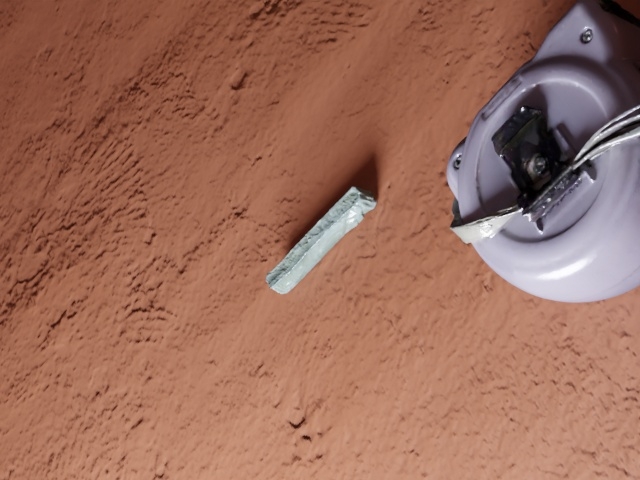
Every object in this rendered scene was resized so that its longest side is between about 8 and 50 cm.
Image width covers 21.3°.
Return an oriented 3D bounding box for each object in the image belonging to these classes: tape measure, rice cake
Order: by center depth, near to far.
[{"bbox_3d":[0.176,-0.053,1.171,0.196,0.105,0.178,-52,48,20],"label":"tape measure"},{"bbox_3d":[0.000,0.000,1.392,0.121,0.022,0.021,-46,50,26],"label":"rice cake"}]
